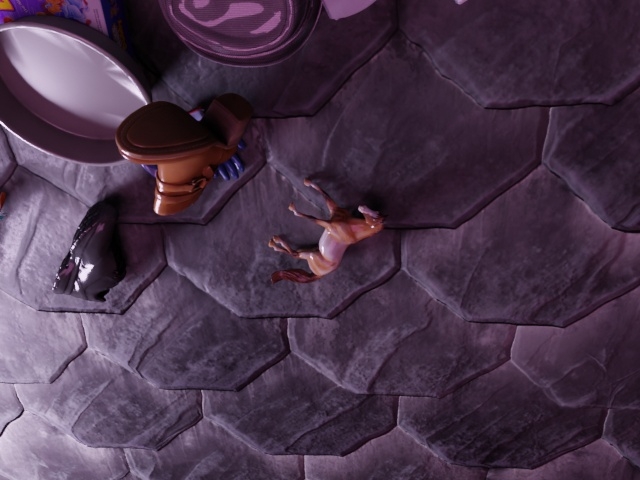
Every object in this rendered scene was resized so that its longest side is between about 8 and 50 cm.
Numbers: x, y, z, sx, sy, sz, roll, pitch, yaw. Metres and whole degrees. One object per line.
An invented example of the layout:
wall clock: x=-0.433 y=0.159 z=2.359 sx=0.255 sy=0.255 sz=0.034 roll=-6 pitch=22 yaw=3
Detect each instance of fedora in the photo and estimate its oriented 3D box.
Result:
fedora: x=-0.137 y=-0.366 z=0.962 sx=0.275 sy=0.124 sz=0.243 roll=9 pitch=126 yaw=0

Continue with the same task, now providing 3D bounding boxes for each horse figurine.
horse figurine: x=0.000 y=0.000 z=1.245 sx=0.174 sy=0.066 sz=0.263 roll=28 pitch=122 yaw=-6

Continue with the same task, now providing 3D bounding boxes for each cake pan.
cake pan: x=-0.399 y=-0.236 z=1.007 sx=0.293 sy=0.054 sz=0.293 roll=6 pitch=145 yaw=4

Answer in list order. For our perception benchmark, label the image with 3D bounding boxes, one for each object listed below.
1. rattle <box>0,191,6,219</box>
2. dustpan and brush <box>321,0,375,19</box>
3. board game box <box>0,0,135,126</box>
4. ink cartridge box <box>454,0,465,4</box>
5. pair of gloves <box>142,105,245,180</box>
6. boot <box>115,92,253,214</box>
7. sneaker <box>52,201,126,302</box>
rattle: x=-0.701 y=-0.004 z=1.332 sx=0.200 sy=0.130 sz=0.142 roll=-35 pitch=129 yaw=-2
dustpan and brush: x=0.088 y=-0.413 z=0.908 sx=0.211 sy=0.060 sz=0.147 roll=-2 pitch=141 yaw=29
board game box: x=-0.426 y=-0.341 z=0.981 sx=0.233 sy=0.078 sz=0.347 roll=9 pitch=145 yaw=1
ink cartridge box: x=0.241 y=-0.455 z=0.909 sx=0.179 sy=0.045 sz=0.145 roll=-31 pitch=116 yaw=15
pair of gloves: x=-0.239 y=-0.162 z=1.184 sx=0.198 sy=0.023 sz=0.159 roll=-23 pitch=118 yaw=17
boot: x=-0.246 y=-0.127 z=1.042 sx=0.109 sy=0.283 sz=0.220 roll=42 pitch=127 yaw=3
sneaker: x=-0.457 y=0.029 z=1.313 sx=0.130 sy=0.109 sz=0.286 roll=24 pitch=134 yaw=-18
